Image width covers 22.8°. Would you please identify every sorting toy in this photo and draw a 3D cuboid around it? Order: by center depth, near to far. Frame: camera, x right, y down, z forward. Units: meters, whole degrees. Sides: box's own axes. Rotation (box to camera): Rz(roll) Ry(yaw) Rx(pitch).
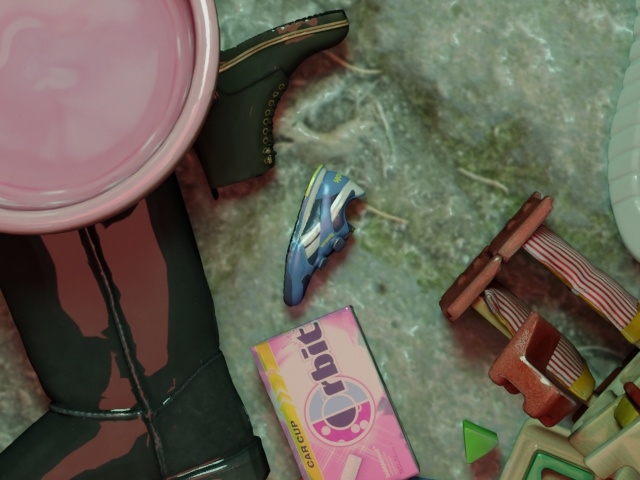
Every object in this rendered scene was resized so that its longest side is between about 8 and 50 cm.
[{"bbox_3d":[0.254,0.296,1.573,0.347,0.047,0.196,22,98,-2],"label":"sorting toy"}]

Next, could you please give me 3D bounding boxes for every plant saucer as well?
[{"bbox_3d":[-0.251,-0.166,1.431,0.332,0.084,0.332,-1,84,5],"label":"plant saucer"}]

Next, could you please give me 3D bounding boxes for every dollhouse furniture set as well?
[{"bbox_3d":[0.239,0.086,1.421,0.201,0.374,0.152,41,95,-4],"label":"dollhouse furniture set"}]

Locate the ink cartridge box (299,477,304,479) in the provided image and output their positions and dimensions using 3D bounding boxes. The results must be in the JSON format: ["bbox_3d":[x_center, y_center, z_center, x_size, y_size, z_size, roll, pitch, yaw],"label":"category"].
[{"bbox_3d":[-0.024,0.477,1.563,0.308,0.091,0.385,40,91,-2],"label":"ink cartridge box"}]

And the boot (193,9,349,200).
[{"bbox_3d":[-0.046,-0.136,1.562,0.198,0.077,0.137,-21,96,12],"label":"boot"}]

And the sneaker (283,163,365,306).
[{"bbox_3d":[0.000,0.000,1.570,0.059,0.053,0.144,18,92,-4],"label":"sneaker"}]

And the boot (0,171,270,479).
[{"bbox_3d":[-0.283,0.071,1.516,0.367,0.146,0.445,-19,95,-9],"label":"boot"}]

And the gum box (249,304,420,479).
[{"bbox_3d":[0.017,0.170,1.558,0.107,0.062,0.188,-23,86,3],"label":"gum box"}]

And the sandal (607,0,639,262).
[{"bbox_3d":[0.383,-0.174,1.546,0.102,0.169,0.416,5,91,-42],"label":"sandal"}]
